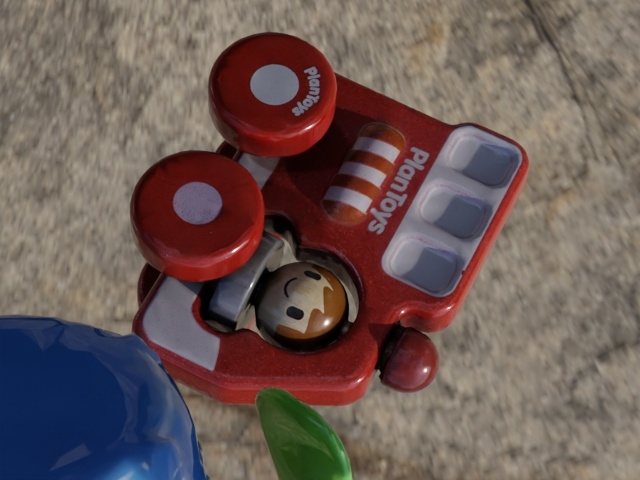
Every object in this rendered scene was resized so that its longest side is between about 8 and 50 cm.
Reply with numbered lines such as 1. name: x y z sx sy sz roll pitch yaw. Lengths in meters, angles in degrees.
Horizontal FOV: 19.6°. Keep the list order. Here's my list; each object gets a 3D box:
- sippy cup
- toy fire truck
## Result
1. sippy cup: -0.129 0.160 0.771 0.240 0.305 0.224 4 120 13
2. toy fire truck: 0.000 0.000 1.444 0.254 0.302 0.169 24 151 10
